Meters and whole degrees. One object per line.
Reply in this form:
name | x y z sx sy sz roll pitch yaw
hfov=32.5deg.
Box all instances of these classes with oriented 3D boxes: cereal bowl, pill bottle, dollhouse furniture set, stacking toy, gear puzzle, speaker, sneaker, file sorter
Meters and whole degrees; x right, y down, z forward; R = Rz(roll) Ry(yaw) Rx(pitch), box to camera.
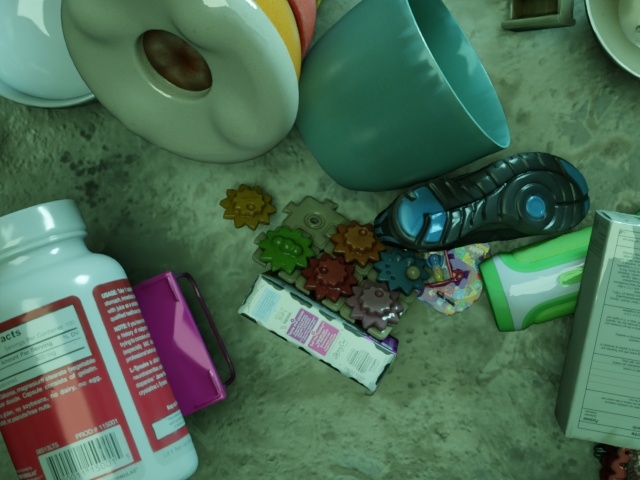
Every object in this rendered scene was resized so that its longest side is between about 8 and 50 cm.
cereal bowl | -0.393 -0.366 1.693 0.339 0.141 0.339 0 92 6
pill bottle | -0.338 0.163 1.476 0.229 0.229 0.407 -22 88 6
dollhouse furniture set | 0.257 -0.402 1.576 0.212 0.242 0.161 4 91 48
stacking toy | -0.111 -0.376 1.568 0.351 0.350 0.480 27 54 4
gear puzzle | 0.000 0.000 1.658 0.339 0.044 0.175 31 54 14
speaker | 0.393 0.043 1.635 0.297 0.131 0.131 -17 90 5
sneaker | 0.240 -0.055 1.640 0.341 0.140 0.125 -7 85 -21
sneaker | 0.482 0.351 1.653 0.135 0.097 0.276 9 89 -2
file sorter | -0.300 0.193 1.679 0.291 0.182 0.202 -24 88 5

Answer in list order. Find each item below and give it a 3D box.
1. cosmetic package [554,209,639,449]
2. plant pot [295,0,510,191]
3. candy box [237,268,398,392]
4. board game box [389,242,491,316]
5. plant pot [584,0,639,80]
cosmetic package | 0.437 0.125 1.525 0.160 0.113 0.309 11 101 1
plant pot | 0.098 -0.205 1.587 0.235 0.293 0.293 -29 89 21
candy box | 0.002 0.130 1.660 0.233 0.159 0.071 29 95 3
board game box | 0.183 0.034 1.703 0.169 0.033 0.133 31 94 3
plant pot | 0.513 -0.348 1.581 0.284 0.191 0.284 0 92 6
